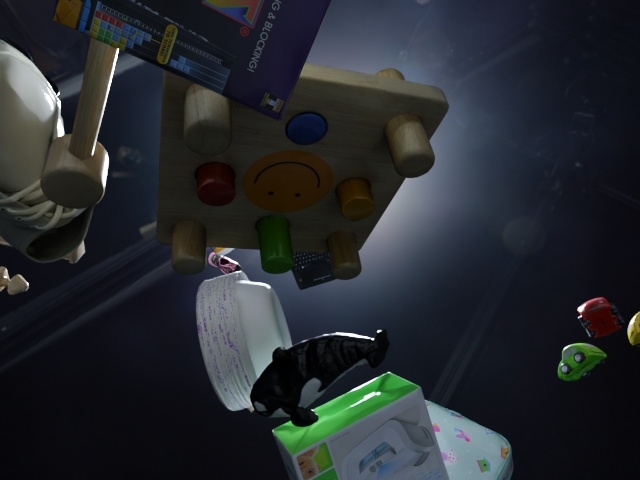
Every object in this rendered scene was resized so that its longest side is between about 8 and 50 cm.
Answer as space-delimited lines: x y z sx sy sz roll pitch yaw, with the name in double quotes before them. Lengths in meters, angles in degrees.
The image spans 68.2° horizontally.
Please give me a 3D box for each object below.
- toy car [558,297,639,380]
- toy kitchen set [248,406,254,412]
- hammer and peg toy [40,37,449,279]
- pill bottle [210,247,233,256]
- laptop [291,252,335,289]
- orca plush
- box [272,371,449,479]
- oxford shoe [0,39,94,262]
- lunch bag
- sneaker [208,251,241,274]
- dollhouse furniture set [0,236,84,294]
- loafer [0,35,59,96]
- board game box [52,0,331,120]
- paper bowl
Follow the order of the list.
"toy car" 0.537 0.193 0.912 0.239 0.225 0.053 12 -140 -18
"toy kitchen set" -0.180 0.458 1.395 0.075 0.083 0.068 -41 -175 29
"hammer and peg toy" -0.084 -0.073 0.467 0.361 0.266 0.127 4 -127 -19
"pill bottle" -0.310 -0.103 1.314 0.152 0.272 0.152 -35 -167 9
"laptop" 0.000 0.000 1.607 0.234 0.136 0.264 -14 -109 -32
"orca plush" -0.031 0.211 0.764 0.287 0.102 0.151 -23 -135 40
"box" 0.078 0.410 0.864 0.262 0.231 0.127 -19 -175 -20
"oxford shoe" -0.386 -0.086 0.619 0.130 0.449 0.169 47 -118 3
"lunch bag" 0.283 0.518 1.105 0.279 0.108 0.224 14 -128 40
"sneaker" -0.276 0.073 1.413 0.057 0.119 0.047 3 -110 41
"dollhouse furniture set" -0.595 0.050 0.833 0.174 0.303 0.355 13 -143 -1
"loafer" -0.696 -0.392 1.101 0.061 0.170 0.062 -27 -162 28
"board game box" -0.056 -0.179 0.278 0.141 0.170 0.048 20 -162 -17
"paper bowl" -0.151 0.205 1.018 0.148 0.284 0.284 -16 -136 1
